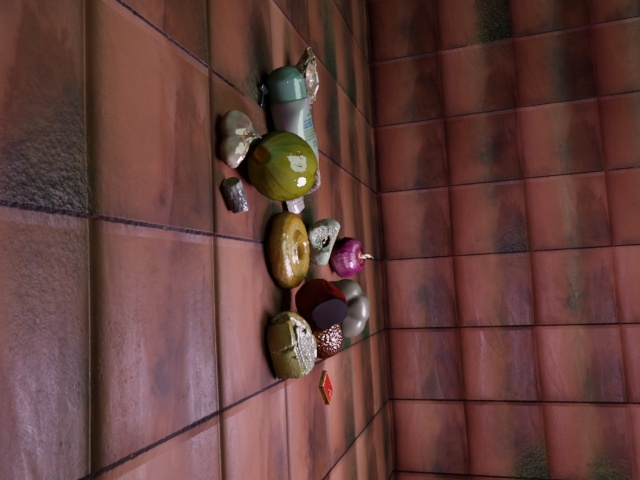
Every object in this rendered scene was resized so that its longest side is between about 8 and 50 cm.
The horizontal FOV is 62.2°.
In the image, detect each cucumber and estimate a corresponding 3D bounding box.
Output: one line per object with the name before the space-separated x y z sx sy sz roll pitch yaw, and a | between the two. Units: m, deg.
cucumber | -0.259 -0.134 1.618 0.064 0.064 0.111 -70 153 -54

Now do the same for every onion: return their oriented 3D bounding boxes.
onion | 0.129 0.074 2.645 0.207 0.201 0.200 -41 132 -29

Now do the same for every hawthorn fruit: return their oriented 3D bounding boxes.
hawthorn fruit | -0.012 0.226 1.996 0.251 0.190 0.189 48 -6 34

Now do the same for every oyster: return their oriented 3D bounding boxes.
oyster | -0.082 -0.641 2.229 0.166 0.111 0.340 -13 101 -67

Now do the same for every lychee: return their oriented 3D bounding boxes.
lychee | -0.002 0.381 2.111 0.194 0.195 0.194 -4 90 -73

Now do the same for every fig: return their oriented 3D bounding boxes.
fig | -0.141 -0.252 1.743 0.271 0.240 0.239 28 59 -61

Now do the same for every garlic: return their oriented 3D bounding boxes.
garlic | -0.256 -0.303 1.611 0.124 0.099 0.174 29 58 -52

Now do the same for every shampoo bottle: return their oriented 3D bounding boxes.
shampoo bottle | -0.111 -0.482 2.020 0.221 0.152 0.349 -66 149 -66

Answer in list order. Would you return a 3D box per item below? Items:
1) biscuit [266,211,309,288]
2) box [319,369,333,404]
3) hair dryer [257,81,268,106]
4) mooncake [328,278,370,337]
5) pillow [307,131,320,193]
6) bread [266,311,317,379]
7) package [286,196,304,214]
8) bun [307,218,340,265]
biscuit | -0.111 0.034 1.987 0.296 0.102 0.295 -4 90 -75
box | 0.026 0.665 2.395 0.090 0.023 0.133 -69 149 -50
hair dryer | -0.214 -0.525 1.920 0.047 0.026 0.083 38 57 -65
mooncake | 0.079 0.292 2.253 0.135 0.275 0.274 26 61 -78
pillow | -0.049 -0.329 2.229 0.173 0.067 0.269 -173 -104 -67
bread | -0.105 0.372 1.878 0.185 0.124 0.256 -73 151 -49
package | -0.103 -0.224 2.139 0.250 0.062 0.203 -68 150 -63
bun | 0.000 0.000 2.299 0.203 0.127 0.212 106 2 -51
